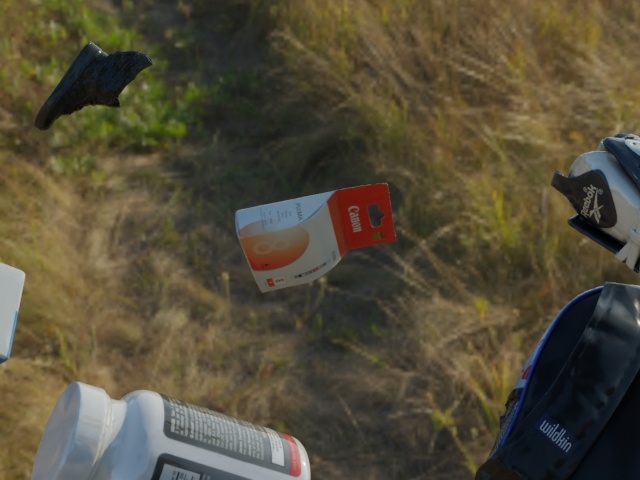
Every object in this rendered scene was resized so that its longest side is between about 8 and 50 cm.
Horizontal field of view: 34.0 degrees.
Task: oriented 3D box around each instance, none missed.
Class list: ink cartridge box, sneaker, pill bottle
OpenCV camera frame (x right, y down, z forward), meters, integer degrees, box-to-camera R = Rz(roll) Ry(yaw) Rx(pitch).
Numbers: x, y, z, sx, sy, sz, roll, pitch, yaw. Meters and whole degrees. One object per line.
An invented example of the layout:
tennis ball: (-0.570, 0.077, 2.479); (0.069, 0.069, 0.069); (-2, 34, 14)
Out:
ink cartridge box: (0.000, 0.000, 1.243); (0.179, 0.145, 0.045); (-9, 60, 4)
sneaker: (0.234, 0.000, 0.742); (0.153, 0.094, 0.235); (18, 48, 4)
ink cartridge box: (-0.328, 0.079, 0.954); (0.052, 0.122, 0.088); (25, 52, -35)
pill bottle: (-0.215, 0.339, 1.525); (0.363, 0.210, 0.210); (23, 16, -22)
sneaker: (-0.312, -0.203, 1.437); (0.089, 0.170, 0.051); (35, 6, -12)

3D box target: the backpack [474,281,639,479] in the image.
backpack: (0.283, 0.180, 0.924); (0.276, 0.263, 0.213); (21, -12, 9)
